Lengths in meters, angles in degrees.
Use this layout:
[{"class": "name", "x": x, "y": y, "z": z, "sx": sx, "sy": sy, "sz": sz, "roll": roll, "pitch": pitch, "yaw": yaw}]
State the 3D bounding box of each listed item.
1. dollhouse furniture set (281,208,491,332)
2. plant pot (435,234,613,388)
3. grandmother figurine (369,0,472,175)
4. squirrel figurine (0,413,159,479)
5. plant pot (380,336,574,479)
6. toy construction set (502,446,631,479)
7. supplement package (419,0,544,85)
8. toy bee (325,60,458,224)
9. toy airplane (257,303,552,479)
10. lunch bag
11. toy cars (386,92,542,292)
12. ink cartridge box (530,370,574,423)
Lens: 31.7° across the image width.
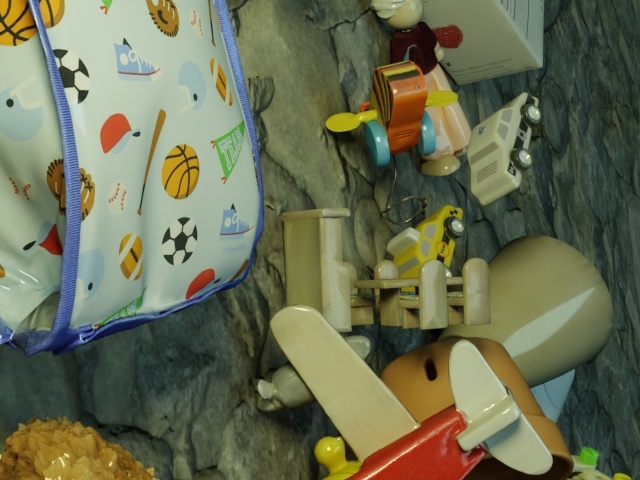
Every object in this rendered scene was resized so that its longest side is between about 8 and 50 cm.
[{"class": "dollhouse furniture set", "x": 0.079, "y": 0.038, "z": 1.553, "sx": 0.242, "sy": 0.212, "sz": 0.161, "roll": -1, "pitch": 89, "yaw": -33}, {"class": "plant pot", "x": 0.326, "y": 0.160, "z": 1.945, "sx": 0.274, "sy": 0.256, "sz": 0.257, "roll": -30, "pitch": 109, "yaw": -41}, {"class": "grandmother figurine", "x": 0.171, "y": -0.292, "z": 1.911, "sx": 0.208, "sy": 0.104, "sz": 0.342, "roll": -66, "pitch": 140, "yaw": -56}, {"class": "squirrel figurine", "x": -0.173, "y": 0.349, "z": 0.999, "sx": 0.370, "sy": 0.281, "sz": 0.397, "roll": -16, "pitch": 99, "yaw": -66}, {"class": "plant pot", "x": 0.206, "y": 0.277, "z": 1.670, "sx": 0.291, "sy": 0.290, "sz": 0.204, "roll": 35, "pitch": 36, "yaw": -51}, {"class": "toy construction set", "x": 0.341, "y": 0.368, "z": 1.874, "sx": 0.215, "sy": 0.327, "sz": 0.151, "roll": 6, "pitch": 94, "yaw": -22}, {"class": "supplement package", "x": 0.269, "y": -0.438, "z": 2.033, "sx": 0.293, "sy": 0.177, "sz": 0.175, "roll": 37, "pitch": 52, "yaw": -50}, {"class": "toy bee", "x": 0.096, "y": -0.180, "z": 1.727, "sx": 0.195, "sy": 0.298, "sz": 0.162, "roll": -2, "pitch": 51, "yaw": -26}, {"class": "toy airplane", "x": 0.090, "y": 0.293, "z": 1.419, "sx": 0.384, "sy": 0.272, "sz": 0.386, "roll": 9, "pitch": 80, "yaw": -13}, {"class": "lunch bag", "x": -0.223, "y": -0.104, "z": 1.060, "sx": 0.328, "sy": 0.238, "sz": 0.386, "roll": -19, "pitch": 92, "yaw": -61}, {"class": "toy cars", "x": 0.209, "y": -0.067, "z": 1.726, "sx": 0.087, "sy": 0.176, "sz": 0.394, "roll": 32, "pitch": 94, "yaw": -19}, {"class": "ink cartridge box", "x": 0.443, "y": 0.375, "z": 2.207, "sx": 0.308, "sy": 0.091, "sz": 0.385, "roll": -51, "pitch": 125, "yaw": -52}]
